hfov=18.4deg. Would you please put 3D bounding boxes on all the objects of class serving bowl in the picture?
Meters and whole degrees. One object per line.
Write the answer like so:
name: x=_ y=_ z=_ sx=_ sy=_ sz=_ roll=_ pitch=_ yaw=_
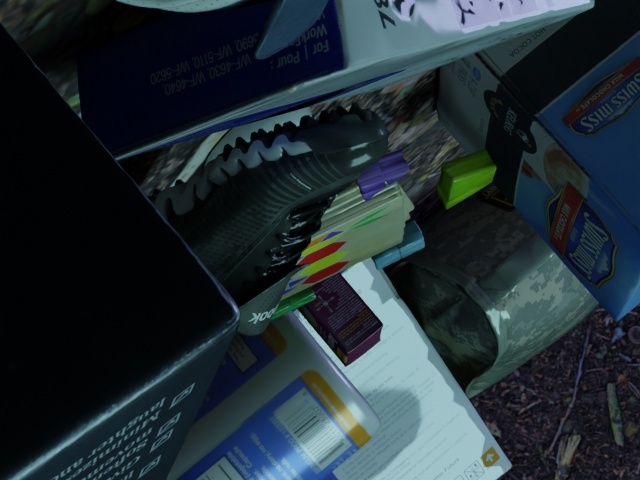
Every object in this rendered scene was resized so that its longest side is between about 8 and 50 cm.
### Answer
serving bowl: x=-0.036 y=-0.060 z=1.284 sx=0.083 sy=0.027 sz=0.083 roll=-37 pitch=168 yaw=-9

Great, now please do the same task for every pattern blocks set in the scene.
pattern blocks set: x=0.000 y=0.000 z=1.490 sx=0.285 sy=0.026 sz=0.325 roll=-24 pitch=168 yaw=-11

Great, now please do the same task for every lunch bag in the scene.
lunch bag: x=0.199 y=0.014 z=1.928 sx=0.235 sy=0.169 sz=0.287 roll=-36 pitch=172 yaw=-17

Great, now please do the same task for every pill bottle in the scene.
pill bottle: x=-0.095 y=0.189 z=1.703 sx=0.272 sy=0.152 sz=0.152 roll=-39 pitch=168 yaw=-1

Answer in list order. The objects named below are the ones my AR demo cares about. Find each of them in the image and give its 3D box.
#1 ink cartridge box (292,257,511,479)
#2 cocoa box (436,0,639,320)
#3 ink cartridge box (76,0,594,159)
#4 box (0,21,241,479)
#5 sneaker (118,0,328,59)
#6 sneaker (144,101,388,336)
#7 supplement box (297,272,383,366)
ink cartridge box: x=-0.008 y=0.197 z=1.880 sx=0.303 sy=0.307 sz=0.072 roll=-38 pitch=-153 yaw=-8
cocoa box: x=0.290 y=-0.147 z=1.471 sx=0.347 sy=0.228 sz=0.231 roll=-38 pitch=168 yaw=-9
ink cartridge box: x=0.001 y=-0.104 z=1.015 sx=0.165 sy=0.065 sz=0.332 roll=-18 pitch=-177 yaw=32
box: x=-0.239 y=0.109 z=0.839 sx=0.293 sy=0.212 sz=0.395 roll=-34 pitch=166 yaw=-27
sneaker: x=0.031 y=-0.200 z=0.726 sx=0.323 sy=0.130 sz=0.236 roll=-40 pitch=175 yaw=31
sneaker: x=-0.037 y=-0.003 z=1.134 sx=0.234 sy=0.106 sz=0.078 roll=-23 pitch=180 yaw=41
supplement box: x=0.013 y=0.063 z=1.737 sx=0.043 sy=0.083 sz=0.055 roll=-38 pitch=167 yaw=-13
